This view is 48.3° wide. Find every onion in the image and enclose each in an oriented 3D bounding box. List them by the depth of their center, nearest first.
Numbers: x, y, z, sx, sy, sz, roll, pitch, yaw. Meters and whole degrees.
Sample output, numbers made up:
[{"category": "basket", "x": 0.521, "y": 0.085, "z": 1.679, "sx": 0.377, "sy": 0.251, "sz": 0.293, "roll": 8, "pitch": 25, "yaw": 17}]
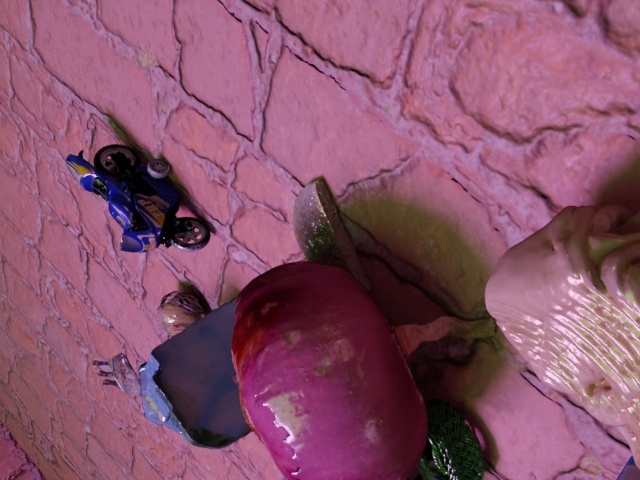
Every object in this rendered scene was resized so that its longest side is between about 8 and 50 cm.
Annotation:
[{"category": "onion", "x": 0.026, "y": 0.195, "z": 1.042, "sx": 0.358, "sy": 0.345, "sz": 0.358, "roll": 33, "pitch": 131, "yaw": 49}]

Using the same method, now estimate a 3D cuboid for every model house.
[{"category": "model house", "x": -0.220, "y": 0.291, "z": 1.387, "sx": 0.226, "sy": 0.261, "sz": 0.241, "roll": 53, "pitch": 140, "yaw": 7}]

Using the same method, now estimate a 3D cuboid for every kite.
[{"category": "kite", "x": -0.583, "y": 0.383, "z": 2.035, "sx": 0.245, "sy": 0.015, "sz": 0.141, "roll": -8, "pitch": 105, "yaw": 48}]

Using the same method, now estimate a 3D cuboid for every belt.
[{"category": "belt", "x": 0.199, "y": 0.323, "z": 1.117, "sx": 0.121, "sy": 0.079, "sz": 0.151, "roll": -35, "pitch": 76, "yaw": 61}]

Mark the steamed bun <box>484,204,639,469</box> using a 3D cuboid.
[{"category": "steamed bun", "x": 0.341, "y": 0.081, "z": 0.710, "sx": 0.289, "sy": 0.203, "sz": 0.276, "roll": 10, "pitch": 131, "yaw": 59}]

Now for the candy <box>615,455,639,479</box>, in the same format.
[{"category": "candy", "x": 0.412, "y": 0.445, "z": 0.897, "sx": 0.100, "sy": 0.157, "sz": 0.306, "roll": 12, "pitch": 123, "yaw": 42}]

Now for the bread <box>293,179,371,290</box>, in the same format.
[{"category": "bread", "x": -0.001, "y": 0.004, "z": 1.147, "sx": 0.112, "sy": 0.036, "sz": 0.193, "roll": -13, "pitch": 104, "yaw": 51}]

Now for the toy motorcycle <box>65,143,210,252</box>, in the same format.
[{"category": "toy motorcycle", "x": -0.358, "y": -0.073, "z": 1.372, "sx": 0.315, "sy": 0.169, "sz": 0.113, "roll": 43, "pitch": 140, "yaw": 17}]

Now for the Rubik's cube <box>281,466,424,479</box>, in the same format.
[{"category": "Rubik's cube", "x": 0.058, "y": 0.477, "z": 1.186, "sx": 0.264, "sy": 0.319, "sz": 0.319, "roll": -119, "pitch": 27, "yaw": -47}]

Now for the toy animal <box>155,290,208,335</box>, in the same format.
[{"category": "toy animal", "x": -0.281, "y": 0.149, "z": 1.519, "sx": 0.098, "sy": 0.137, "sz": 0.098, "roll": 172, "pitch": 90, "yaw": -87}]
